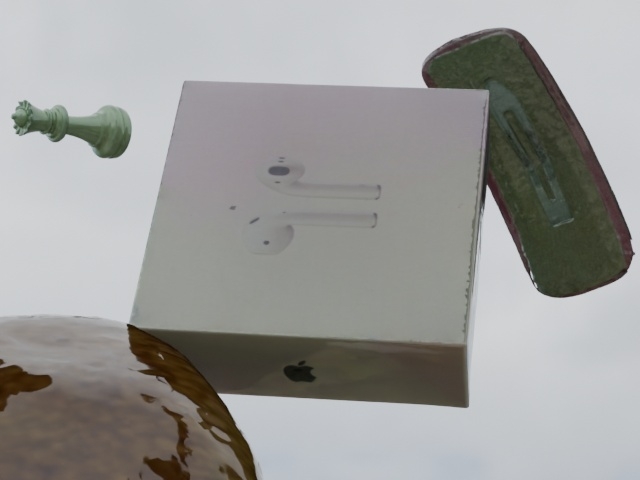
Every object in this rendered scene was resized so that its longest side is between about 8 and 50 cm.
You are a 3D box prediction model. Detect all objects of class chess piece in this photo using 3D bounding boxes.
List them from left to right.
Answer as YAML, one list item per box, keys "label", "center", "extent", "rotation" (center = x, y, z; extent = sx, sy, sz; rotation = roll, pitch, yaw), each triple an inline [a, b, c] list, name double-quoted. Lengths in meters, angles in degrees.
- label: "chess piece"
  center: [-0.191, -0.087, 1.399]
  extent: [0.093, 0.042, 0.042]
  rotation: [7, -18, -38]

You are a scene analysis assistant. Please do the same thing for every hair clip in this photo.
- label: "hair clip"
  center: [0.095, -0.036, 0.844]
  extent: [0.054, 0.022, 0.137]
  rotation: [-21, -69, 27]

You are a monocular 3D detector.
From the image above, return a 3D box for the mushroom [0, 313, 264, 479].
- label: "mushroom"
  center: [-0.100, 0.193, 0.662]
  extent: [0.260, 0.345, 0.345]
  rotation: [18, -24, -27]

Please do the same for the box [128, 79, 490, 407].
- label: "box"
  center: [0.000, 0.000, 0.752]
  extent: [0.129, 0.130, 0.051]
  rotation: [3, -39, 8]
